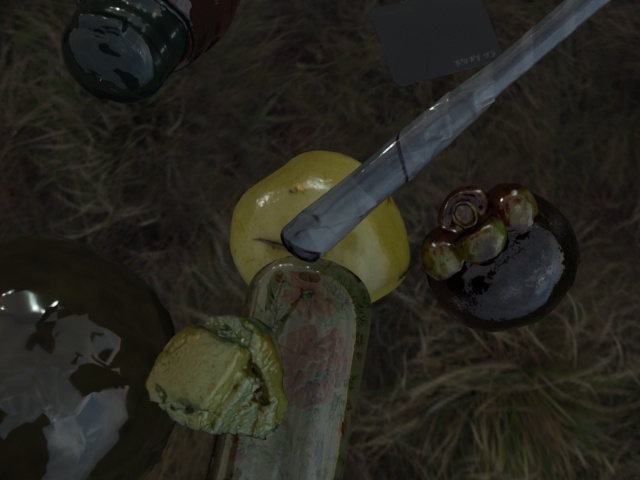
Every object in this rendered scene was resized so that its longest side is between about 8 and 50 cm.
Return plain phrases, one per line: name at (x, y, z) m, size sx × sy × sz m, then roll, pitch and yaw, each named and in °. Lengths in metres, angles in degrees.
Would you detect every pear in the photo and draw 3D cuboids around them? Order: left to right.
pear at (0.000, 0.000, 1.603) m, size 0.309 × 0.309 × 0.309 m, roll 2°, pitch 106°, yaw 6°

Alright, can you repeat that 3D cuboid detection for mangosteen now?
mangosteen at (0.211, 0.012, 1.140) m, size 0.194 × 0.194 × 0.230 m, roll -39°, pitch 126°, yaw 15°

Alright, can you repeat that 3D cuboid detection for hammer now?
hammer at (0.127, -0.128, 0.680) m, size 0.427 × 0.044 × 0.152 m, roll -38°, pitch 131°, yaw 15°

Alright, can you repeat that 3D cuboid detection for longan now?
longan at (-0.360, 0.173, 1.105) m, size 0.391 × 0.391 × 0.391 m, roll 2°, pitch 106°, yaw 6°

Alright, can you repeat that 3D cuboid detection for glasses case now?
glasses case at (-0.045, 0.227, 1.075) m, size 0.156 × 0.098 × 0.425 m, roll 15°, pitch 78°, yaw -16°

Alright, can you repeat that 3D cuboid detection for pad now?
pad at (0.152, -0.268, 1.198) m, size 0.157 × 0.003 × 0.112 m, roll -17°, pitch 82°, yaw -13°

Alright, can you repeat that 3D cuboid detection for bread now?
bread at (-0.086, 0.124, 0.901) m, size 0.103 × 0.156 × 0.110 m, roll 27°, pitch 94°, yaw 30°

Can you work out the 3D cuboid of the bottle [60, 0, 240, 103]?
bottle at (-0.131, -0.225, 0.774) m, size 0.143 × 0.271 × 0.156 m, roll 16°, pitch 145°, yaw 8°
